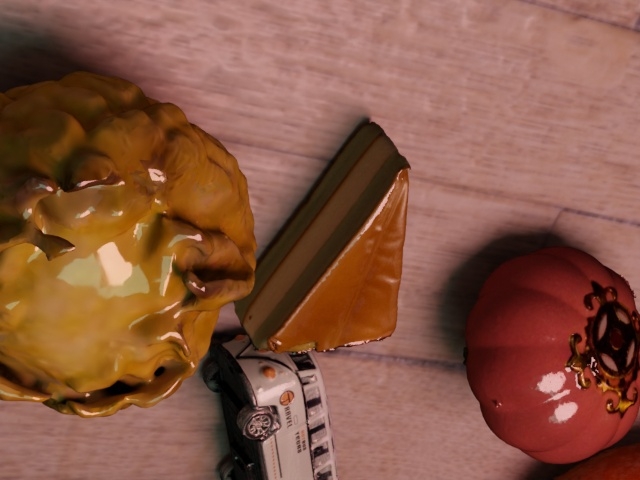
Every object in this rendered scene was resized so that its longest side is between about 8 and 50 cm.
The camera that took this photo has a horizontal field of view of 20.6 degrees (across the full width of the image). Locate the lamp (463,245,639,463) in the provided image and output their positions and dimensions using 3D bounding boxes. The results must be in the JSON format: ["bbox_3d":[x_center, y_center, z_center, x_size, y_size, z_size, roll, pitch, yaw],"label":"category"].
[{"bbox_3d":[0.191,0.096,1.468,0.182,0.140,0.182,11,74,-42],"label":"lamp"}]

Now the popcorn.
[{"bbox_3d":[-0.156,0.003,1.213,0.250,0.190,0.250,-17,134,-19],"label":"popcorn"}]

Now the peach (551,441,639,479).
[{"bbox_3d":[0.290,0.275,1.627,0.232,0.232,0.232,-13,127,-17],"label":"peach"}]

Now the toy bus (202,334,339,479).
[{"bbox_3d":[-0.036,0.158,1.447,0.089,0.087,0.194,-22,129,-19],"label":"toy bus"}]

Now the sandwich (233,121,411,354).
[{"bbox_3d":[0.000,0.000,1.352,0.113,0.079,0.163,-10,127,-21],"label":"sandwich"}]
